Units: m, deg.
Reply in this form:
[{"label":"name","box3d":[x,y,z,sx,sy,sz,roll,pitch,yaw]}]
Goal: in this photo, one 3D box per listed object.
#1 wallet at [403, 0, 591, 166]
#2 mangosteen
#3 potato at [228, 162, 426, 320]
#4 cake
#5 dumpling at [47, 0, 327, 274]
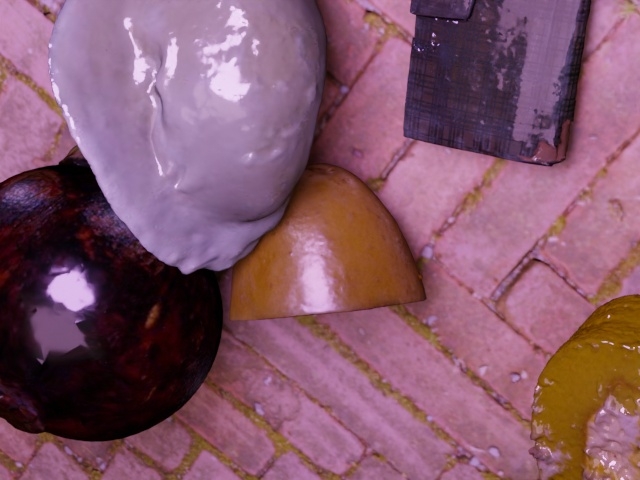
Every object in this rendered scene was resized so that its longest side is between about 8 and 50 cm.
[{"label":"wallet","box3d":[0.166,-0.228,1.088,0.169,0.044,0.317,13,119,16]},{"label":"mangosteen","box3d":[-0.232,0.041,1.270,0.306,0.359,0.306,28,154,15]},{"label":"potato","box3d":[0.000,0.000,1.214,0.203,0.178,0.158,-2,93,35]},{"label":"cake","box3d":[0.316,0.190,1.184,0.179,0.156,0.261,14,116,32]},{"label":"dumpling","box3d":[-0.089,-0.164,1.087,0.211,0.270,0.321,-17,66,18]}]
